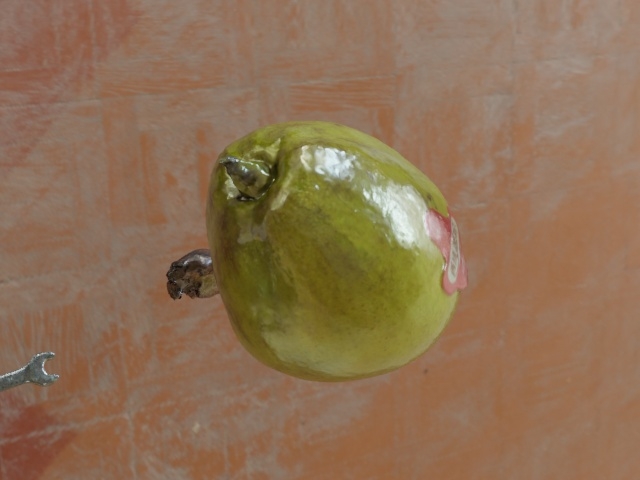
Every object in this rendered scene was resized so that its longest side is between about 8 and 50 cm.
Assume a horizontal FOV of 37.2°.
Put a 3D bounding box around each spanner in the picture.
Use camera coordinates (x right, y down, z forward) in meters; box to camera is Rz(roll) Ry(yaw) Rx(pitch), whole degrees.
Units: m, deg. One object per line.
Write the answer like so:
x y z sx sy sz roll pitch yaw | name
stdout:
-0.495 0.219 1.357 0.254 0.015 0.054 -19 78 -33 | spanner

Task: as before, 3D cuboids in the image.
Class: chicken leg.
-0.143 0.068 1.465 0.106 0.051 0.253 -49 146 6 | chicken leg

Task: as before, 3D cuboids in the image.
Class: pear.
0.000 0.000 1.061 0.287 0.287 0.375 -55 139 -5 | pear
